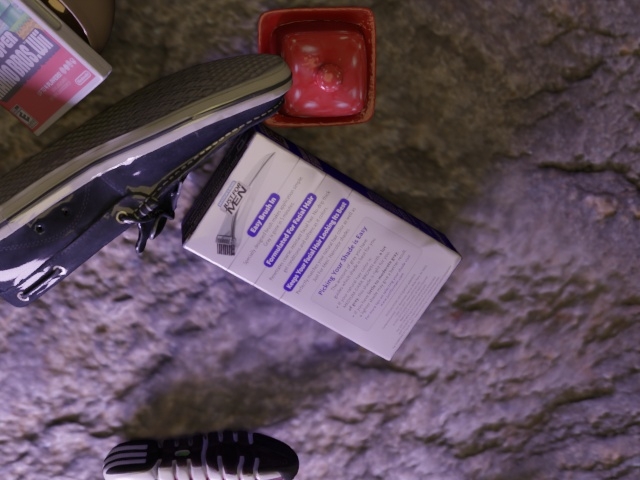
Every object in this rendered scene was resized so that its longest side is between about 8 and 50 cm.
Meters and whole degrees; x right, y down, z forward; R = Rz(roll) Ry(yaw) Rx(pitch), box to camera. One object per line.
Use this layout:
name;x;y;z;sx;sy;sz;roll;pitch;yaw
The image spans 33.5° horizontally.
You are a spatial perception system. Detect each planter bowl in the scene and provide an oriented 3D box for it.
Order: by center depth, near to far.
planter bowl;-0.316;-0.296;1.295;0.162;0.162;0.109;42;59;-18

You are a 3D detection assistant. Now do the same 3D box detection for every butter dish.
butter dish;0.003;-0.219;1.383;0.160;0.118;0.159;-3;108;-9

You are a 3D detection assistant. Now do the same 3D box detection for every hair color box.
hair color box;0.000;0.000;1.457;0.339;0.110;0.185;30;102;-18

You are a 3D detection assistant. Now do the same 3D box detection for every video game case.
video game case;-0.406;-0.261;1.279;0.285;0.204;0.025;43;53;-18

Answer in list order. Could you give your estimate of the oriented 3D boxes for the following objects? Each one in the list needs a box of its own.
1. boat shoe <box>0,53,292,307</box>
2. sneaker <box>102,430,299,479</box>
boat shoe;-0.244;-0.078;1.359;0.500;0.187;0.156;-31;115;6
sneaker;-0.171;0.373;1.557;0.282;0.106;0.162;0;113;1
